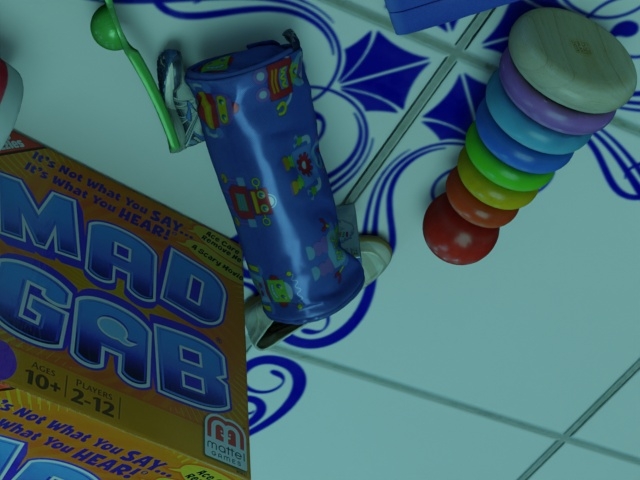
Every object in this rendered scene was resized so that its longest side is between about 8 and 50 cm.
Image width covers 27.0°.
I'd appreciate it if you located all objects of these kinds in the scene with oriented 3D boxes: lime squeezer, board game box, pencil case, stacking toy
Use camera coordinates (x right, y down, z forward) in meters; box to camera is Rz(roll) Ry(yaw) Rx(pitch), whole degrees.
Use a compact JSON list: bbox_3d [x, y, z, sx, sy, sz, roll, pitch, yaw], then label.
[{"bbox_3d":[-0.240,-0.209,1.327,0.310,0.059,0.110,31,83,-25],"label":"lime squeezer"},{"bbox_3d":[0.000,0.000,1.548,0.090,0.090,0.020,-8,136,4],"label":"board game box"},{"bbox_3d":[-0.043,-0.066,1.409,0.119,0.133,0.306,-1,116,35],"label":"pencil case"},{"bbox_3d":[-0.326,0.160,1.488,0.356,0.356,0.356,27,126,-27],"label":"board game box"},{"bbox_3d":[0.207,-0.089,1.460,0.141,0.141,0.330,12,135,-16],"label":"stacking toy"}]

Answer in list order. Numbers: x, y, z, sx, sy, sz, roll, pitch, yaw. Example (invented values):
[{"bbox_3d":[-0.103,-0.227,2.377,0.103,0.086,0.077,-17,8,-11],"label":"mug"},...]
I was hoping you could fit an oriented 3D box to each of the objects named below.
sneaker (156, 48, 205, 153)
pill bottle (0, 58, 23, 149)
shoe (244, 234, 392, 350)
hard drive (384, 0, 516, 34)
[{"bbox_3d":[-0.142,-0.154,1.426,0.058,0.052,0.135,-11,141,-8],"label":"sneaker"},{"bbox_3d":[-0.461,-0.178,1.282,0.176,0.176,0.318,-36,127,26],"label":"pill bottle"},{"bbox_3d":[-0.002,0.067,1.633,0.219,0.058,0.076,-31,128,23],"label":"shoe"},{"bbox_3d":[0.126,-0.355,1.257,0.210,0.040,0.318,-16,133,10],"label":"hard drive"}]
